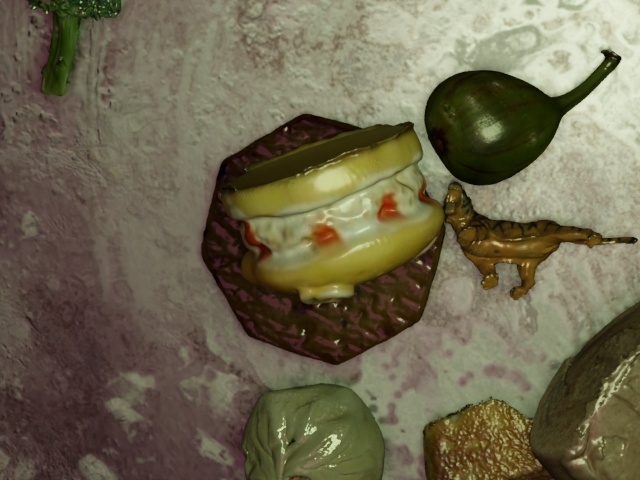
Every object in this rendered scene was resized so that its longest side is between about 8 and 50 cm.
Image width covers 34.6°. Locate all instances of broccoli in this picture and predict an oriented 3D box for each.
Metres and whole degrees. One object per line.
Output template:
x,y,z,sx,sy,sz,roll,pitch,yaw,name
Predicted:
-0.362,-0.297,1.448,0.118,0.122,0.204,27,121,21,broccoli

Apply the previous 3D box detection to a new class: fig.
0.267,-0.165,1.339,0.259,0.151,0.151,-19,98,-12,fig

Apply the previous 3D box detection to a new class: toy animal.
0.288,0.002,1.373,0.255,0.116,0.114,5,126,6,toy animal

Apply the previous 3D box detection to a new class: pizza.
0.246,0.296,1.453,0.226,0.069,0.147,-28,73,13,pizza

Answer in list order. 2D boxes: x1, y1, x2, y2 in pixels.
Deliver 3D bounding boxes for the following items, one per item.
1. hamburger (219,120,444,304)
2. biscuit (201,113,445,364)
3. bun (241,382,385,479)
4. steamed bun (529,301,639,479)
0.003,-0.024,1.295,0.303,0.261,0.186,-8,104,35,hamburger
0.000,-0.001,1.446,0.359,0.046,0.359,3,102,13,biscuit
-0.018,0.319,1.479,0.231,0.133,0.231,3,105,12,bun
0.419,0.226,1.332,0.251,0.199,0.301,44,86,-14,steamed bun
